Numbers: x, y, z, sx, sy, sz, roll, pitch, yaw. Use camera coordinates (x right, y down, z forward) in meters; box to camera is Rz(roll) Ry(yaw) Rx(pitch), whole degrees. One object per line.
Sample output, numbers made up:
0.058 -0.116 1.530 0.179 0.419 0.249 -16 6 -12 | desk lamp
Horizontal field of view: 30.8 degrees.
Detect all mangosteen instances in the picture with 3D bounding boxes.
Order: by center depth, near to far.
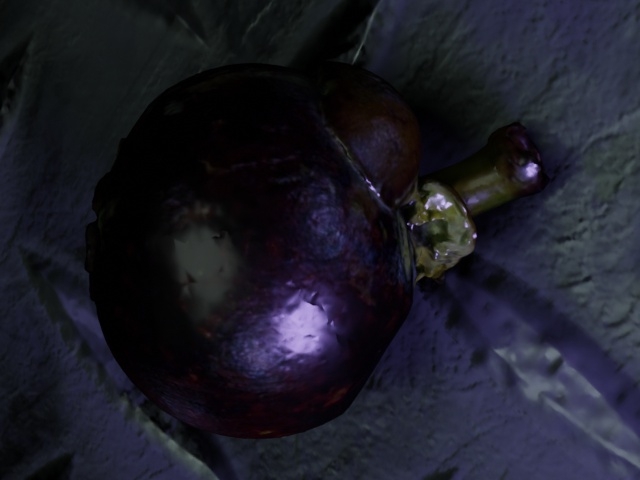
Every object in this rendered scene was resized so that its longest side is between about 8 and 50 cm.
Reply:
0.000 0.000 0.714 0.289 0.231 0.231 -8 89 5 | mangosteen
